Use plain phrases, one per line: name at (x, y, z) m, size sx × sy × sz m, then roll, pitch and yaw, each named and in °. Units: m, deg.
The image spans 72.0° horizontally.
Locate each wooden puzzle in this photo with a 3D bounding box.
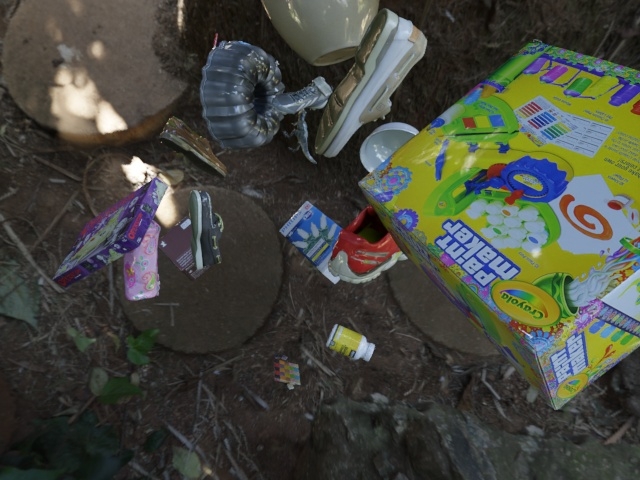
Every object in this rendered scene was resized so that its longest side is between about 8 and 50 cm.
wooden puzzle at (-0.063, 0.245, 0.821) m, size 0.049 × 0.083 × 0.006 m, roll 19°, pitch 114°, yaw -17°

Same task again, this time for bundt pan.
bundt pan at (-0.212, -0.430, 1.340) m, size 0.124 × 0.331 × 0.330 m, roll 11°, pitch 77°, yaw 23°

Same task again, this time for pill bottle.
pill bottle at (0.124, 0.424, 1.808) m, size 0.184 × 0.103 × 0.103 m, roll 23°, pitch 78°, yaw 6°

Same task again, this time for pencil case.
pencil case at (-0.618, 0.068, 1.530) m, size 0.124 × 0.124 × 0.284 m, roll 7°, pitch 109°, yaw 0°

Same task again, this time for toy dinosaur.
toy dinosaur at (-0.096, -0.453, 1.950) m, size 0.118 × 0.064 × 0.268 m, roll -15°, pitch 83°, yaw 29°

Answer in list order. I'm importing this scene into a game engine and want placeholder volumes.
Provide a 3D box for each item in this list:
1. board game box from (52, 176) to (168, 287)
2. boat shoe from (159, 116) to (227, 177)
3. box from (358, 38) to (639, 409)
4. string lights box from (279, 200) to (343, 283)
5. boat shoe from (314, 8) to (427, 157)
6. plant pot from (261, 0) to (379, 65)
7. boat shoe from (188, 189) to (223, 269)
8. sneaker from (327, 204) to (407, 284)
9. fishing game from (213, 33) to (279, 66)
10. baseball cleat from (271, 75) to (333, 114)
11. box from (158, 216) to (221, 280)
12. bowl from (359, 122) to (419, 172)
board game box at (-0.550, -0.017, 1.149) m, size 0.347 × 0.056 × 0.208 m, roll -23°, pitch 37°, yaw 31°
boat shoe at (-0.461, -0.350, 1.683) m, size 0.111 × 0.307 × 0.104 m, roll 7°, pitch 71°, yaw 36°
box at (0.249, -0.034, 0.496) m, size 0.279 × 0.177 × 0.290 m, roll -39°, pitch 45°, yaw 2°
string lights box at (0.000, 0.000, 1.316) m, size 0.133 × 0.077 × 0.260 m, roll -48°, pitch 45°, yaw -1°
boat shoe at (0.090, -0.276, 0.855) m, size 0.103 × 0.302 × 0.113 m, roll 16°, pitch 42°, yaw -23°
plant pot at (0.016, -0.521, 1.019) m, size 0.284 × 0.284 × 0.190 m, roll -16°, pitch 98°, yaw -5°
boat shoe at (-0.257, -0.026, 1.002) m, size 0.069 × 0.227 × 0.081 m, roll -11°, pitch 50°, yaw -23°
sneaker at (0.125, -0.024, 0.780) m, size 0.107 × 0.118 × 0.279 m, roll 31°, pitch 43°, yaw 25°
fishing game at (-0.256, -0.593, 1.526) m, size 0.264 × 0.041 × 0.189 m, roll 13°, pitch 84°, yaw -41°
baseball cleat at (-0.046, -0.413, 1.235) m, size 0.206 × 0.109 × 0.072 m, roll -28°, pitch 75°, yaw -45°
box at (-0.546, 0.041, 1.844) m, size 0.167 × 0.203 × 0.168 m, roll 44°, pitch 76°, yaw 11°
bowl at (0.328, -0.408, 1.923) m, size 0.298 × 0.297 × 0.134 m, roll 13°, pitch 53°, yaw 2°
